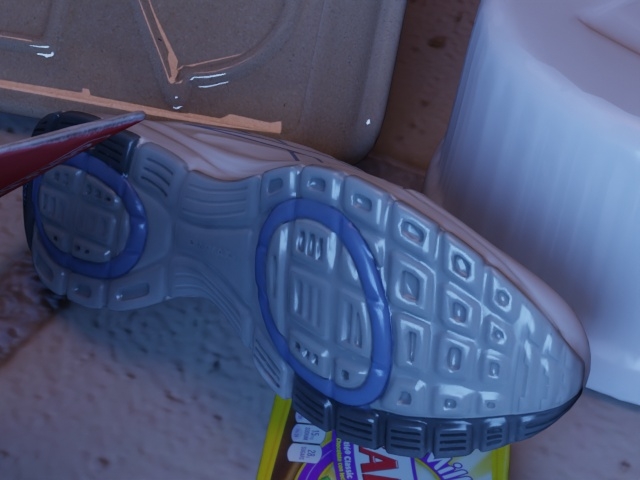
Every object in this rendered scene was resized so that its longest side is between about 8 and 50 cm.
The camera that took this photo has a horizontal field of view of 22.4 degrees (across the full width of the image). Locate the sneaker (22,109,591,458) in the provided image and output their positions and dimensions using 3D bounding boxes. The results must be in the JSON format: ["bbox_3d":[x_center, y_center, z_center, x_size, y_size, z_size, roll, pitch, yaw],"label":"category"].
[{"bbox_3d":[0.000,0.000,0.715,0.297,0.111,0.129,25,24,36],"label":"sneaker"}]

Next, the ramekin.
[{"bbox_3d":[0.194,-0.051,0.807,0.277,0.135,0.277,3,38,-3],"label":"ramekin"}]

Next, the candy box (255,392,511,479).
[{"bbox_3d":[0.020,0.131,0.634,0.105,0.027,0.206,9,37,2],"label":"candy box"}]

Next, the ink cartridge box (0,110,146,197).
[{"bbox_3d":[-0.223,0.056,0.527,0.296,0.066,0.261,-25,-2,31],"label":"ink cartridge box"}]

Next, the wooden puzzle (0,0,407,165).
[{"bbox_3d":[-0.106,-0.214,0.918,0.348,0.080,0.322,10,80,9],"label":"wooden puzzle"}]
